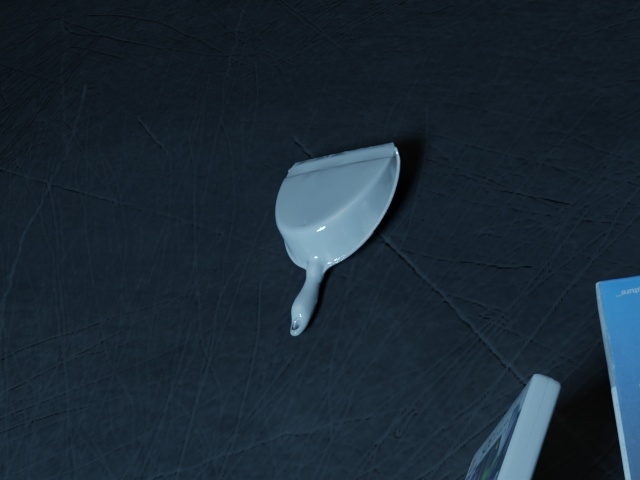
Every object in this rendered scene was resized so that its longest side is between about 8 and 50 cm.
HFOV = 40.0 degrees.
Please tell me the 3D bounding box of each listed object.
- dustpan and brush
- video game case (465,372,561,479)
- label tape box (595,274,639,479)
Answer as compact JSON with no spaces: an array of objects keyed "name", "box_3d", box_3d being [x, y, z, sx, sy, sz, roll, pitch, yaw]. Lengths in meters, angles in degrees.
[{"name":"dustpan and brush","box_3d":[0.000,0.000,0.897,0.147,0.060,0.211,-8,40,36]},{"name":"video game case","box_3d":[0.098,0.201,0.576,0.022,0.173,0.190,23,60,9]},{"name":"label tape box","box_3d":[0.321,0.168,0.529,0.249,0.115,0.347,-11,50,19]}]
